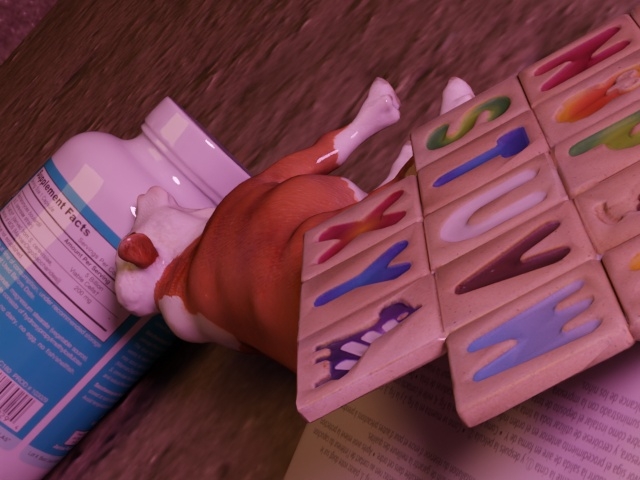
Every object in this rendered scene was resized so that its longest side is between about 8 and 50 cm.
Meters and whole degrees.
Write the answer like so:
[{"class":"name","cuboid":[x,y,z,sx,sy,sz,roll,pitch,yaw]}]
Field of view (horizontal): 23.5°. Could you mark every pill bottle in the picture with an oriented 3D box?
[{"class":"pill bottle","cuboid":[-0.159,0.030,1.020,0.264,0.146,0.146,-45,21,1]}]

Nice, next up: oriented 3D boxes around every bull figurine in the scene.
[{"class":"bull figurine","cuboid":[0.000,0.000,0.825,0.188,0.101,0.310,-44,25,-11]}]

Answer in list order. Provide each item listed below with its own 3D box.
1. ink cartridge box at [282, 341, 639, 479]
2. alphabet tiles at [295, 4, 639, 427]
[{"class":"ink cartridge box","cuboid":[0.057,0.131,0.532,0.261,0.066,0.296,-65,22,-2]},{"class":"alphabet tiles","cuboid":[0.140,-0.050,0.563,0.342,0.011,0.285,-28,18,11]}]
